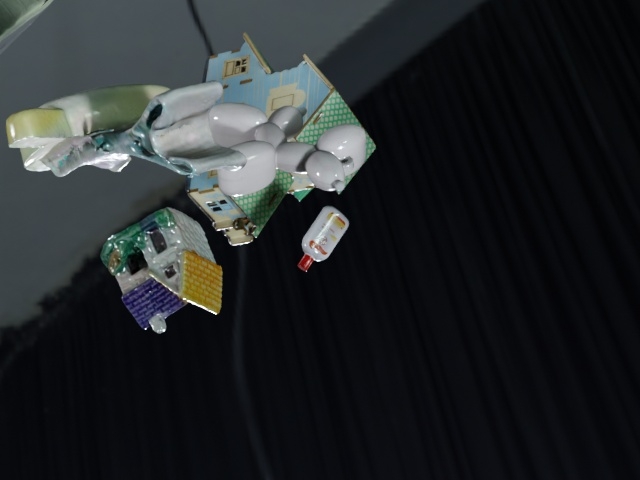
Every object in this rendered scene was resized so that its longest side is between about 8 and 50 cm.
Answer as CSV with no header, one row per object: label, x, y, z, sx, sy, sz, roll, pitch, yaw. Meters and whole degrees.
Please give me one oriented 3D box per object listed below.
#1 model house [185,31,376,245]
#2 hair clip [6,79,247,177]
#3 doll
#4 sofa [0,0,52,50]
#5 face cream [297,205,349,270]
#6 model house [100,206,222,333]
model house,-0.040,-0.135,1.767,0.206,0.271,0.178,-13,141,24
hair clip,-0.149,-0.072,0.940,0.159,0.071,0.218,-11,-175,-38
doll,-0.032,-0.094,1.415,0.160,0.161,0.059,-7,126,-7
sofa,-0.363,-0.207,1.176,0.210,0.225,0.176,-37,103,30
face cream,0.000,0.000,1.626,0.040,0.083,0.021,40,162,-21
model house,-0.163,0.038,1.395,0.101,0.100,0.088,-29,157,13
